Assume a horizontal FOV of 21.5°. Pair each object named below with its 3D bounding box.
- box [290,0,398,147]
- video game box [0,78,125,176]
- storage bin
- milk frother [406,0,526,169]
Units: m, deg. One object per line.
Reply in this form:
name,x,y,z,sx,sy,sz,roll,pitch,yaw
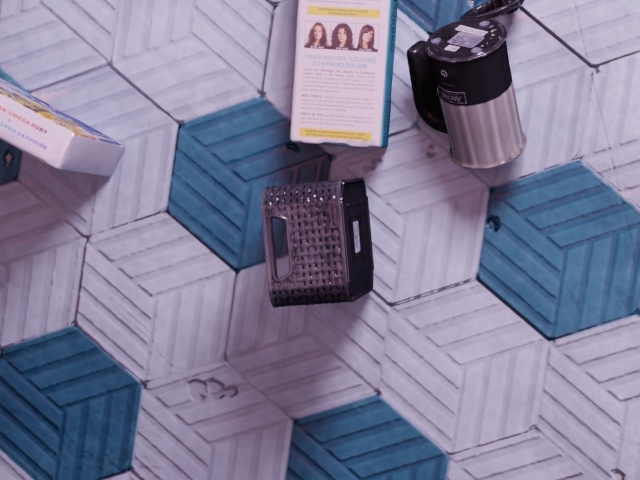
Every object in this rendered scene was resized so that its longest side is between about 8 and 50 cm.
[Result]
box,0.028,-0.222,1.791,0.101,0.060,0.244,5,94,9
video game box,-0.318,-0.130,1.785,0.187,0.205,0.048,26,93,7
storage bin,0.000,0.000,1.747,0.084,0.180,0.122,-4,92,9
milk frother,0.175,-0.173,1.756,0.143,0.129,0.134,-28,126,-17
